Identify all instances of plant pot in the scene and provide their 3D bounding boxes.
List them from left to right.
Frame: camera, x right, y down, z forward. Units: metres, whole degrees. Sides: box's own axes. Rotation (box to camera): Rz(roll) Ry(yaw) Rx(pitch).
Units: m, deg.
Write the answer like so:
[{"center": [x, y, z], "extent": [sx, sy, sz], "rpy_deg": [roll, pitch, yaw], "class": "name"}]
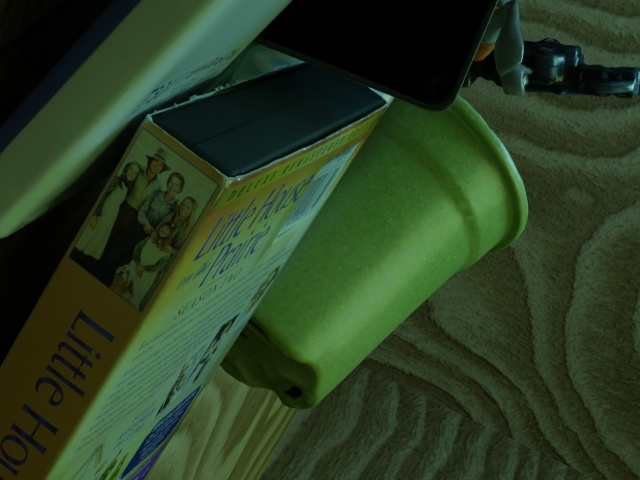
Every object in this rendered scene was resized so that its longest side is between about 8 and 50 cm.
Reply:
[{"center": [0.000, 0.000, 1.269], "extent": [0.254, 0.276, 0.276], "rpy_deg": [-50, 169, -22], "class": "plant pot"}, {"center": [0.026, -0.218, 0.883], "extent": [0.167, 0.187, 0.188], "rpy_deg": [-84, -165, -66], "class": "plant pot"}]

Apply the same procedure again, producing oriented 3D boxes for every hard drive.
[{"center": [-0.034, -0.140, 0.711], "extent": [0.318, 0.040, 0.210], "rpy_deg": [-43, -178, 20], "class": "hard drive"}]

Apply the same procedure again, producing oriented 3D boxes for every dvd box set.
[{"center": [-0.126, 0.086, 0.894], "extent": [0.420, 0.062, 0.307], "rpy_deg": [-57, 173, 21], "class": "dvd box set"}]

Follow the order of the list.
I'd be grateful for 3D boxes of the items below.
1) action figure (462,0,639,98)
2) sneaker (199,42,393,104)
[{"center": [0.161, -0.231, 1.425], "extent": [0.330, 0.341, 0.179], "rpy_deg": [-42, 137, -76], "class": "action figure"}, {"center": [-0.016, -0.116, 1.091], "extent": [0.150, 0.135, 0.366], "rpy_deg": [91, 24, -84], "class": "sneaker"}]
